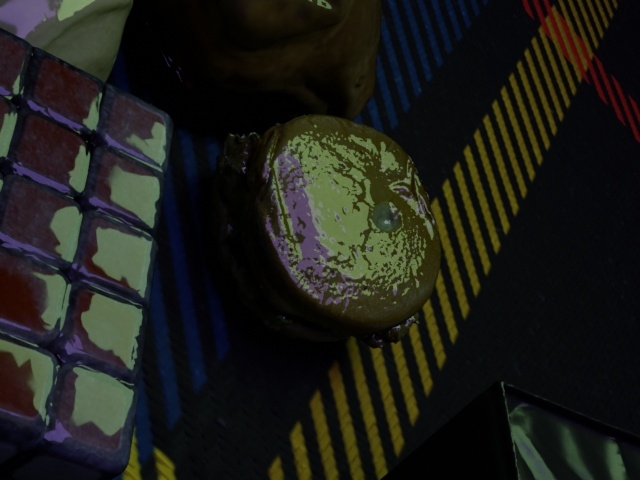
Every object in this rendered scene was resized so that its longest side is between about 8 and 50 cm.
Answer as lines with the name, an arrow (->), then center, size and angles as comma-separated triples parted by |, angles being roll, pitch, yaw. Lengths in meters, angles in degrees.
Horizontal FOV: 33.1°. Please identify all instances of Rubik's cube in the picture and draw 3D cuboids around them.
Rubik's cube -> -0.243, 0.027, 0.581 | 0.238, 0.237, 0.237 | 27, 45, -28

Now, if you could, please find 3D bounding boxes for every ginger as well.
ginger -> -0.036, -0.223, 0.981 | 0.269, 0.223, 0.200 | 6, 51, -37

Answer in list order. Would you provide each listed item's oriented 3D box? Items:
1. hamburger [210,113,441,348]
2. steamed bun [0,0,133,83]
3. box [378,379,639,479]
hamburger -> 0.000, 0.000, 0.930 | 0.189, 0.122, 0.215 | -17, 79, -42
steamed bun -> -0.263, -0.154, 0.730 | 0.225, 0.200, 0.170 | 37, 17, -2
box -> 0.179, 0.314, 0.769 | 0.251, 0.204, 0.345 | 23, 40, -24
